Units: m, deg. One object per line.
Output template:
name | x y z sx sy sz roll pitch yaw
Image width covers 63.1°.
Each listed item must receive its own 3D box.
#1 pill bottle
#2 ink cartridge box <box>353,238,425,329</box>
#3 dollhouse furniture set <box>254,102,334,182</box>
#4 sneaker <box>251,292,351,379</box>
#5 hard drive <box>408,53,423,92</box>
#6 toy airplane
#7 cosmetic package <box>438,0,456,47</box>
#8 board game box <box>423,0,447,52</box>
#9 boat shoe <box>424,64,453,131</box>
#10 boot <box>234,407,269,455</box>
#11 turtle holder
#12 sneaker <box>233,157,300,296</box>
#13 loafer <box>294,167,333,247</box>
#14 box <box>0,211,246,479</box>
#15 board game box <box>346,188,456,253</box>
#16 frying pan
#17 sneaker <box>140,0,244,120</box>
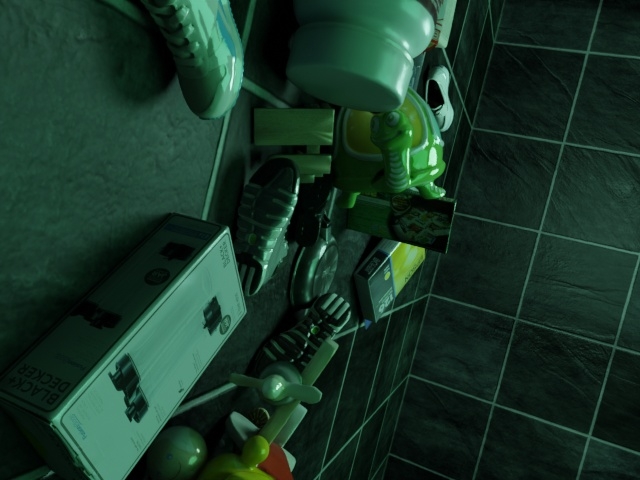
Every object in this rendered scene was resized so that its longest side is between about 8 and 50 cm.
pill bottle | 0.085 -0.418 0.802 0.224 0.224 0.392 18 86 -70
ink cartridge box | 0.231 0.105 1.657 0.304 0.072 0.307 -49 144 -26
dollhouse furniture set | -0.055 -0.172 0.888 0.151 0.123 0.144 -110 -160 -59
sneaker | -0.044 0.245 1.111 0.281 0.106 0.163 -38 161 -38
hard drive | 0.205 -0.429 1.349 0.254 0.054 0.172 -17 119 -66
toy airplane | -0.131 0.353 0.793 0.384 0.272 0.386 -42 -160 46
cosmetic package | 0.245 -0.577 1.269 0.309 0.113 0.160 -22 124 -64
board game box | 0.161 -0.409 0.965 0.193 0.045 0.147 9 -95 68
boat shoe | 0.394 -0.468 1.785 0.084 0.095 0.258 -58 143 -30
boot | -0.132 0.398 1.048 0.158 0.059 0.084 -70 164 11
turtle holder | 0.113 -0.190 1.029 0.320 0.243 0.228 -29 115 -56
sneaker | -0.082 -0.024 0.863 0.229 0.086 0.132 -67 166 9
loafer | -0.016 -0.073 1.033 0.061 0.062 0.170 -96 -157 -85
box | -0.206 0.120 0.609 0.169 0.087 0.290 86 27 -42
board game box | 0.192 -0.062 1.275 0.030 0.259 0.136 -45 145 -53
frying pan | 0.009 0.004 1.158 0.197 0.053 0.326 13 95 -70
sneaker | -0.142 -0.240 0.549 0.092 0.087 0.229 -35 129 -50
